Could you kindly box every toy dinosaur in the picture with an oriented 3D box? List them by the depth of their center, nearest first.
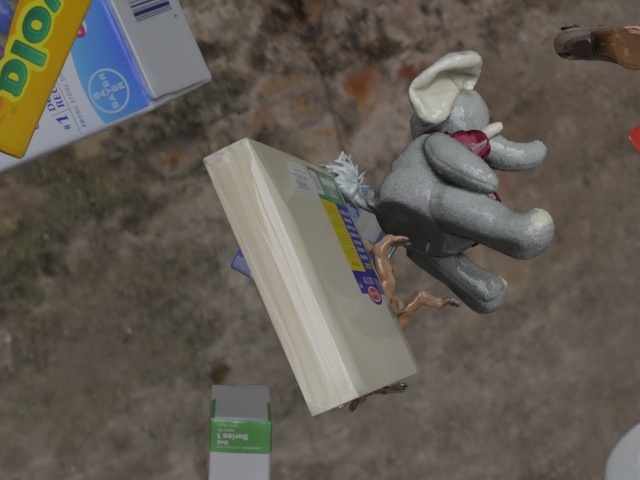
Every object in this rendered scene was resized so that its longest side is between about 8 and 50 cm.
[{"bbox_3d":[0.063,0.108,1.860,0.200,0.127,0.296,-58,137,-19],"label":"toy dinosaur"}]

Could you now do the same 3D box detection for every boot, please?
[{"bbox_3d":[0.283,-0.190,1.306,0.118,0.087,0.042,4,106,10],"label":"boot"}]

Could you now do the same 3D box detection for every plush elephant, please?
[{"bbox_3d":[0.193,-0.099,1.897,0.255,0.330,0.272,-56,168,-26],"label":"plush elephant"}]

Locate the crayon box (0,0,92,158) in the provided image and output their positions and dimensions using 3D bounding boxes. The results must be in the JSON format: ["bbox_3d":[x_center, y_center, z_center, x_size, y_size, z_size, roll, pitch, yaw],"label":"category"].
[{"bbox_3d":[-0.231,-0.180,0.777,0.323,0.083,0.203,25,88,-52],"label":"crayon box"}]

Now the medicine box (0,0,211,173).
[{"bbox_3d":[-0.301,-0.218,1.355,0.289,0.149,0.263,-19,101,24],"label":"medicine box"}]

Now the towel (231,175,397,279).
[{"bbox_3d":[0.000,0.000,2.079,0.034,0.285,0.209,36,82,-44],"label":"towel"}]

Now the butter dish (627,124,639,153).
[{"bbox_3d":[0.572,-0.120,2.076,0.160,0.160,0.118,-27,140,-7],"label":"butter dish"}]

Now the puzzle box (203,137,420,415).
[{"bbox_3d":[0.004,0.041,1.471,0.052,0.272,0.409,-25,172,10],"label":"puzzle box"}]

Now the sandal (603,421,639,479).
[{"bbox_3d":[0.512,0.230,1.461,0.416,0.169,0.102,-23,136,23],"label":"sandal"}]

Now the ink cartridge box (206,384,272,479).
[{"bbox_3d":[-0.121,0.341,2.004,0.092,0.160,0.219,3,101,-4],"label":"ink cartridge box"}]
